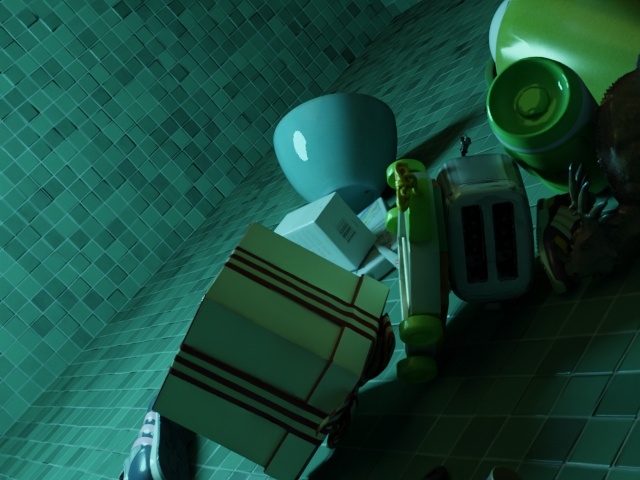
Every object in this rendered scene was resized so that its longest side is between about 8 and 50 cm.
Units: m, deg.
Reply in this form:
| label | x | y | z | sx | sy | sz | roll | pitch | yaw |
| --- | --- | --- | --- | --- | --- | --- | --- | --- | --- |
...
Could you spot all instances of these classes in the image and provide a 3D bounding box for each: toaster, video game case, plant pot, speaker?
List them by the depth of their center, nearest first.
| label | x | y | z | sx | sy | sz | roll | pitch | yaw |
| --- | --- | --- | --- | --- | --- | --- | --- | --- | --- |
| speaker | 0.323 | -0.145 | 1.210 | 0.131 | 0.131 | 0.296 | -37 | -26 | 17 |
| toaster | 0.226 | -0.022 | 1.225 | 0.129 | 0.227 | 0.146 | -5 | 20 | 5 |
| plant pot | 0.459 | -0.273 | 1.340 | 0.275 | 0.275 | 0.293 | -42 | 31 | -1 |
| video game case | 0.035 | 0.057 | 1.820 | 0.300 | 0.036 | 0.329 | -39 | 15 | 10 |
| plant pot | 0.050 | -0.169 | 2.043 | 0.290 | 0.290 | 0.195 | -32 | 55 | 32 |

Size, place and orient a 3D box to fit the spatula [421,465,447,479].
| label | x | y | z | sx | sy | sz | roll | pitch | yaw |
| --- | --- | --- | --- | --- | --- | --- | --- | --- | --- |
| spatula | 0.068 | 0.353 | 0.947 | 0.084 | 0.030 | 0.296 | -22 | 25 | 49 |

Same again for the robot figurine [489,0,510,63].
| label | x | y | z | sx | sy | sz | roll | pitch | yaw |
| --- | --- | --- | --- | --- | --- | --- | --- | --- | --- |
| robot figurine | 0.436 | -0.363 | 1.600 | 0.209 | 0.278 | 0.173 | 60 | 139 | 38 |

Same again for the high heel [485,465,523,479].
| label | x | y | z | sx | sy | sz | roll | pitch | yaw |
| --- | --- | --- | --- | --- | --- | --- | --- | --- | --- |
| high heel | 0.153 | 0.322 | 0.786 | 0.244 | 0.082 | 0.117 | -97 | 27 | -57 |

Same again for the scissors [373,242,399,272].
| label | x | y | z | sx | sy | sz | roll | pitch | yaw |
| --- | --- | --- | --- | --- | --- | --- | --- | --- | --- |
| scissors | 0.139 | 0.049 | 1.551 | 0.109 | 0.021 | 0.297 | -50 | 25 | -15 |

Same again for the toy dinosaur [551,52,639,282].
| label | x | y | z | sx | sy | sz | roll | pitch | yaw |
| --- | --- | --- | --- | --- | --- | --- | --- | --- | --- |
| toy dinosaur | 0.377 | -0.105 | 1.089 | 0.200 | 0.296 | 0.127 | -3 | -10 | 1 |

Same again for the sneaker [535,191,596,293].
| label | x | y | z | sx | sy | sz | roll | pitch | yaw |
| --- | --- | --- | --- | --- | --- | --- | --- | --- | --- |
| sneaker | 0.337 | -0.006 | 1.196 | 0.084 | 0.069 | 0.185 | -16 | 36 | 22 |

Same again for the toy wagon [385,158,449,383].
| label | x | y | z | sx | sy | sz | roll | pitch | yaw |
| --- | --- | --- | --- | --- | --- | --- | --- | --- | --- |
| toy wagon | 0.130 | 0.021 | 1.203 | 0.068 | 0.344 | 0.267 | -3 | 58 | 1 |

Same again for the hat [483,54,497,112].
| label | x | y | z | sx | sy | sz | roll | pitch | yaw |
| --- | --- | --- | --- | --- | --- | --- | --- | --- | --- |
| hat | 0.446 | -0.322 | 1.872 | 0.173 | 0.183 | 0.208 | -48 | 57 | 3 |

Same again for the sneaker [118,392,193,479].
| label | x | y | z | sx | sy | sz | roll | pitch | yaw |
| --- | --- | --- | --- | --- | --- | --- | --- | --- | --- |
| sneaker | -0.313 | 0.385 | 1.636 | 0.131 | 0.112 | 0.319 | -37 | 15 | 6 |

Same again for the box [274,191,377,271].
| label | x | y | z | sx | sy | sz | roll | pitch | yaw |
| --- | --- | --- | --- | --- | --- | --- | --- | --- | --- |
| box | 0.000 | 0.000 | 1.750 | 0.170 | 0.130 | 0.091 | -21 | 27 | 50 |

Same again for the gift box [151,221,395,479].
| label | x | y | z | sx | sy | sz | roll | pitch | yaw |
| --- | --- | --- | --- | --- | --- | --- | --- | --- | --- |
| gift box | -0.059 | 0.175 | 1.229 | 0.255 | 0.258 | 0.276 | -62 | 2 | 36 |
